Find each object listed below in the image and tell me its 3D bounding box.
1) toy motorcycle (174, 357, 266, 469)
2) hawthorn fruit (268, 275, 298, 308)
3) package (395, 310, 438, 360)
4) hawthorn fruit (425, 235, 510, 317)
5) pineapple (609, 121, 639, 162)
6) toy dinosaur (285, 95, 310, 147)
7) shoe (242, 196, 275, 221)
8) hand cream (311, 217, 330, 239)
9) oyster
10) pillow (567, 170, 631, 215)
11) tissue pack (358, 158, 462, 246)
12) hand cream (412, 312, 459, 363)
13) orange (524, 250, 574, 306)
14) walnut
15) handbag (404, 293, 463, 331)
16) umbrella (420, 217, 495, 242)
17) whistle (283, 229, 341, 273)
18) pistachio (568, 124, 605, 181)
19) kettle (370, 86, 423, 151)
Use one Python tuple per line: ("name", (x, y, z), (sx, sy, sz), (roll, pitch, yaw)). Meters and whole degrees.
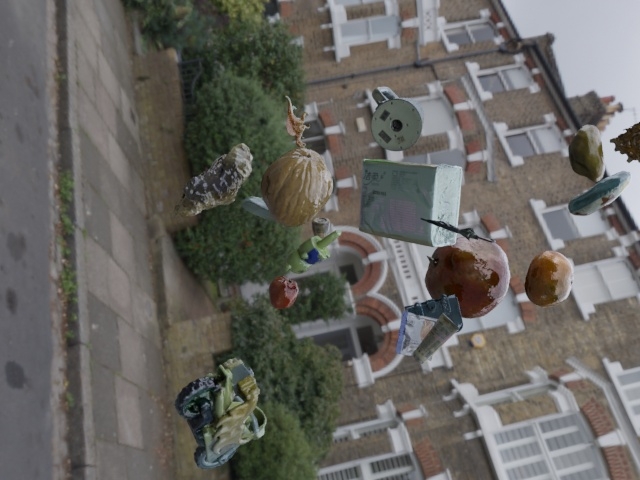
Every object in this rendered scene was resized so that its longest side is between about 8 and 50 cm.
("toy motorcycle", (-0.271, 0.497, 1.523), (0.168, 0.237, 0.410), (42, -32, 37))
("hawthorn fruit", (-0.162, 0.229, 2.338), (0.133, 0.132, 0.138), (-118, -131, -71))
("package", (0.387, 0.382, 2.157), (0.027, 0.173, 0.171), (-9, -112, 67))
("hawthorn fruit", (0.676, 0.152, 2.562), (0.403, 0.402, 0.403), (168, -90, -85))
("pineapple", (1.011, -0.297, 1.604), (0.334, 0.158, 0.161), (-23, -100, 54))
("toy dinosaur", (-0.119, -0.509, 2.333), (0.057, 0.212, 0.142), (10, -108, 48))
("shoe", (-0.235, -0.157, 2.444), (0.103, 0.251, 0.100), (-32, -133, 51))
("hand cream", (0.000, 0.000, 2.432), (0.084, 0.084, 0.203), (-112, -159, -62))
("oyster", (-0.367, -0.185, 1.835), (0.166, 0.341, 0.110), (63, -5, -13))
("pillow", (0.990, -0.168, 1.913), (0.086, 0.214, 0.233), (52, -34, 8))
("tissue pack", (0.369, -0.166, 2.261), (0.405, 0.205, 0.332), (15, -74, 48))
("hand cream", (0.294, 0.258, 1.400), (0.061, 0.143, 0.039), (47, 19, 30))
("orange", (0.939, 0.160, 2.206), (0.171, 0.240, 0.240), (16, -50, 34))
("walnut", (-0.078, -0.163, 1.702), (0.225, 0.224, 0.261), (-107, -146, -44))
("handbag", (0.495, 0.333, 2.355), (0.062, 0.229, 0.179), (-79, 154, -77))
("umbrella", (0.429, -0.037, 1.722), (0.269, 0.044, 0.044), (21, -67, 36))
("whistle", (-0.024, 0.036, 1.708), (0.085, 0.227, 0.105), (57, 22, 5))
("pistachio", (0.844, -0.278, 1.716), (0.110, 0.100, 0.189), (10, 74, -64))
("kettle", (0.245, -0.411, 1.753), (0.210, 0.160, 0.243), (42, 27, -2))
